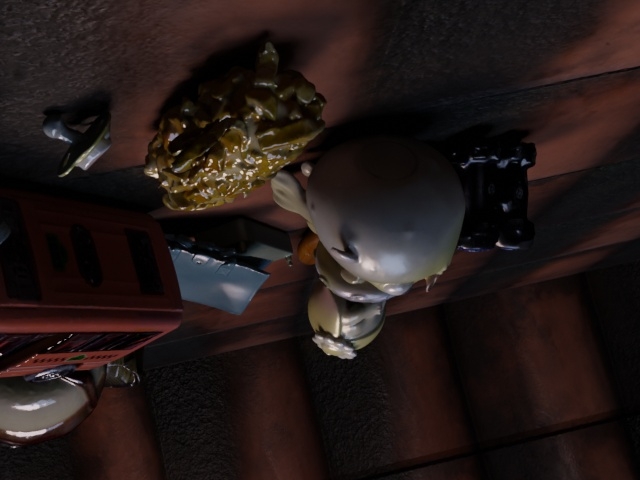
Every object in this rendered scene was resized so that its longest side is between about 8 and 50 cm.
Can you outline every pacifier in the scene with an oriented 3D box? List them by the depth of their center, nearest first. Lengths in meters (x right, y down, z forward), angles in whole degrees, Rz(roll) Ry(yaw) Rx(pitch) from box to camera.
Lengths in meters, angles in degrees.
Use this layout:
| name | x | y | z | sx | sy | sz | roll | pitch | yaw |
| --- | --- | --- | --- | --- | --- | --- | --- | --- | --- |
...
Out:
| name | x | y | z | sx | sy | sz | roll | pitch | yaw |
| --- | --- | --- | --- | --- | --- | --- | --- | --- | --- |
| pacifier | -0.242 | -0.104 | 0.934 | 0.083 | 0.068 | 0.064 | -38 | 123 | 24 |

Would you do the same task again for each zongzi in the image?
| name | x | y | z | sx | sy | sz | roll | pitch | yaw |
| --- | --- | --- | --- | --- | --- | --- | --- | --- | --- |
| zongzi | -0.523 | 0.192 | 1.823 | 0.290 | 0.154 | 0.317 | -12 | 149 | 13 |

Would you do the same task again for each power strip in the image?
| name | x | y | z | sx | sy | sz | roll | pitch | yaw |
| --- | --- | --- | --- | --- | --- | --- | --- | --- | --- |
| power strip | -0.145 | 0.021 | 1.556 | 0.145 | 0.061 | 0.216 | -17 | 167 | 17 |

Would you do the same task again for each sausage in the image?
| name | x | y | z | sx | sy | sz | roll | pitch | yaw |
| --- | --- | --- | --- | --- | --- | --- | --- | --- | --- |
| sausage | 0.000 | 0.000 | 1.638 | 0.062 | 0.054 | 0.183 | -43 | 178 | -23 |

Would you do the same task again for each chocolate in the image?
| name | x | y | z | sx | sy | sz | roll | pitch | yaw |
| --- | --- | --- | --- | --- | --- | --- | --- | --- | --- |
| chocolate | -0.469 | 0.168 | 1.489 | 0.284 | 0.283 | 0.186 | -10 | 152 | -14 |

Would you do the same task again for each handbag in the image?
| name | x | y | z | sx | sy | sz | roll | pitch | yaw |
| --- | --- | --- | --- | --- | --- | --- | --- | --- | --- |
| handbag | -0.198 | 0.040 | 1.442 | 0.221 | 0.057 | 0.144 | 17 | 148 | -19 |

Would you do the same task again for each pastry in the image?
| name | x | y | z | sx | sy | sz | roll | pitch | yaw |
| --- | --- | --- | --- | --- | --- | --- | --- | --- | --- |
| pastry | -0.094 | -0.103 | 0.946 | 0.154 | 0.102 | 0.250 | -6 | 168 | -25 |

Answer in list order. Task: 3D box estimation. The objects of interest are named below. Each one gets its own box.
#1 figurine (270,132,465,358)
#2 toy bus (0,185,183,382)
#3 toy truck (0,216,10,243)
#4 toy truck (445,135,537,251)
| name | x | y | z | sx | sy | sz | roll | pitch | yaw |
| --- | --- | --- | --- | --- | --- | --- | --- | --- | --- |
| figurine | 0.039 | 0.013 | 1.291 | 0.226 | 0.275 | 0.394 | -44 | 158 | -34 |
| toy bus | -0.365 | 0.055 | 1.154 | 0.233 | 0.203 | 0.427 | -23 | 166 | 21 |
| toy truck | -0.380 | 0.019 | 0.794 | 0.184 | 0.133 | 0.338 | -28 | -153 | 0 |
| toy truck | 0.205 | -0.067 | 1.380 | 0.177 | 0.161 | 0.213 | 2 | -177 | 44 |
